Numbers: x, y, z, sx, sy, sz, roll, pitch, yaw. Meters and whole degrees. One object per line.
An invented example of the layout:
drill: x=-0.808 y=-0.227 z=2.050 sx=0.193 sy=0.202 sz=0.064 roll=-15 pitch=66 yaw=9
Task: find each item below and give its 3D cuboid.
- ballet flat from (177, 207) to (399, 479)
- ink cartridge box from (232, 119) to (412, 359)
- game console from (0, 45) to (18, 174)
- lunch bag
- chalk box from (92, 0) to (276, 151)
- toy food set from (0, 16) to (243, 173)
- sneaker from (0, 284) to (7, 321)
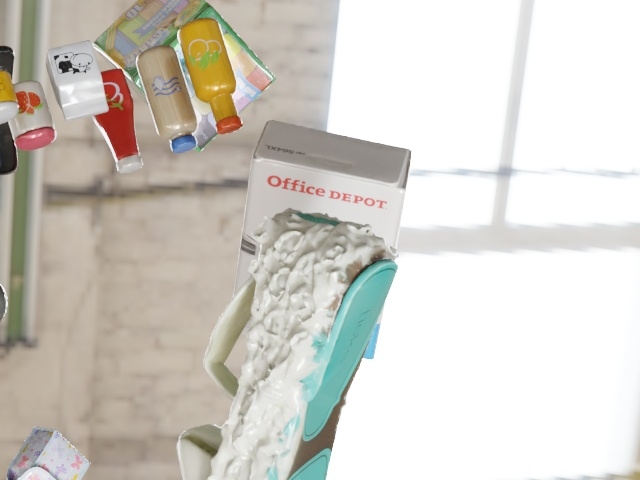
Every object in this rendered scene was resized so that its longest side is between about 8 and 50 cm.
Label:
ballet flat: x=-0.048 y=0.154 z=1.651 sx=0.147 sy=0.409 sz=0.147 roll=17 pitch=-162 yaw=-6
ink cartridge box: x=0.000 y=0.000 z=1.857 sx=0.148 sy=0.203 sz=0.086 roll=12 pitch=-148 yaw=3
game console: x=-0.391 y=-0.133 z=2.029 sx=0.144 sy=0.124 sz=0.085 roll=-6 pitch=-123 yaw=-17
lunch bag: x=-0.316 y=0.268 z=2.211 sx=0.053 sy=0.071 sz=0.083 roll=4 pitch=-128 yaw=47
chalk box: x=-0.154 y=-0.206 z=2.268 sx=0.132 sy=0.132 sz=0.213 roll=-44 pitch=-148 yaw=-3
toy food set: x=-0.192 y=-0.115 z=1.735 sx=0.232 sy=0.104 sz=0.111 roll=-15 pitch=167 yaw=-15
sneaker: x=-0.351 y=0.110 z=1.723 sx=0.229 sy=0.132 sz=0.086 roll=-27 pitch=-127 yaw=16
